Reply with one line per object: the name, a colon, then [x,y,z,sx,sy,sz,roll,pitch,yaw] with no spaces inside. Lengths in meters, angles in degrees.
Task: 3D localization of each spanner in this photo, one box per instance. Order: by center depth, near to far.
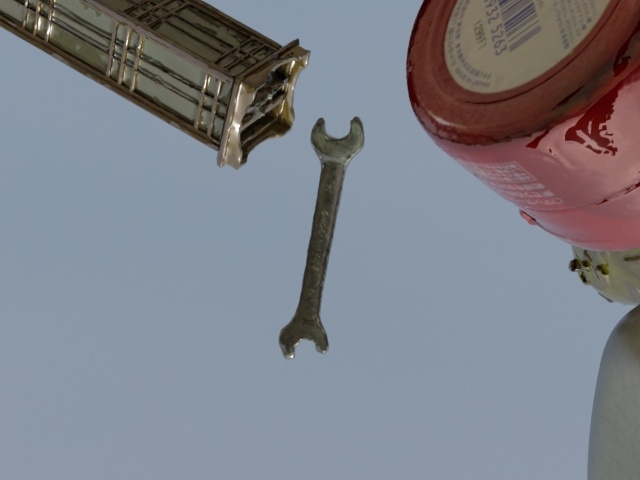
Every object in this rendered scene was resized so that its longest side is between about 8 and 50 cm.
spanner: [0.000,0.000,1.686,0.054,0.254,0.015,10,-163,1]

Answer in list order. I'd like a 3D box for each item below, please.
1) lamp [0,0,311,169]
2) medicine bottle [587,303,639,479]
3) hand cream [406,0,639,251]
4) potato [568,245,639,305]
lamp: [-0.168,-0.180,1.402,0.325,0.090,0.089,31,-139,18]
medicine bottle: [0.281,0.193,0.858,0.123,0.282,0.375,-25,-131,-20]
hand cream: [0.177,-0.119,1.121,0.230,0.149,0.230,-31,-137,33]
potato: [0.284,-0.014,1.223,0.251,0.149,0.113,-13,-104,46]
